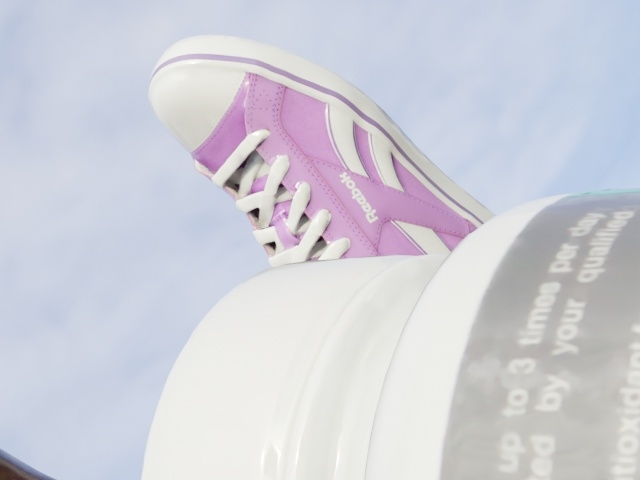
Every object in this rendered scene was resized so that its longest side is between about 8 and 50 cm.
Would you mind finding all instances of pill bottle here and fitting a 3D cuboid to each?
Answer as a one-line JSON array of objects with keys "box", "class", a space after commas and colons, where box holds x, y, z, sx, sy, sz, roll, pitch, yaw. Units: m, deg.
[{"box": [0.140, 0.083, 0.425, 0.204, 0.361, 0.204, 7, -99, -55], "class": "pill bottle"}]

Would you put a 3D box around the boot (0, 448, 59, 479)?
[{"box": [-0.176, 0.135, 0.835, 0.207, 0.090, 0.248, 7, -93, -36], "class": "boot"}]

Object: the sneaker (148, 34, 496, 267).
[{"box": [0.001, 0.000, 0.941, 0.102, 0.282, 0.161, -49, 9, 47], "class": "sneaker"}]
